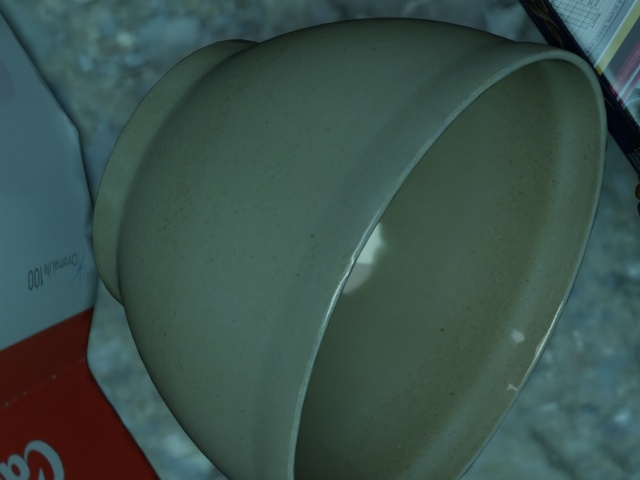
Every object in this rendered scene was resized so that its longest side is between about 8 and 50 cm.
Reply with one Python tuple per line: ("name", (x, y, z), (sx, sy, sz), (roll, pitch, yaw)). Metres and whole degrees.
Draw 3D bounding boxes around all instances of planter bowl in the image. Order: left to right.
("planter bowl", (0.000, 0.000, 0.436), (0.109, 0.162, 0.162), (27, 92, 27))

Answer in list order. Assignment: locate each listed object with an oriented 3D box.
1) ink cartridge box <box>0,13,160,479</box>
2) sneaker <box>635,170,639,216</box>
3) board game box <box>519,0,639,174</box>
("ink cartridge box", (-0.109, 0.012, 0.413), (0.066, 0.189, 0.232), (-38, 89, 16))
("sneaker", (0.242, 0.012, 0.407), (0.296, 0.112, 0.131), (28, 100, -17))
("board game box", (0.201, -0.104, 0.472), (0.243, 0.042, 0.165), (-34, 90, 2))
